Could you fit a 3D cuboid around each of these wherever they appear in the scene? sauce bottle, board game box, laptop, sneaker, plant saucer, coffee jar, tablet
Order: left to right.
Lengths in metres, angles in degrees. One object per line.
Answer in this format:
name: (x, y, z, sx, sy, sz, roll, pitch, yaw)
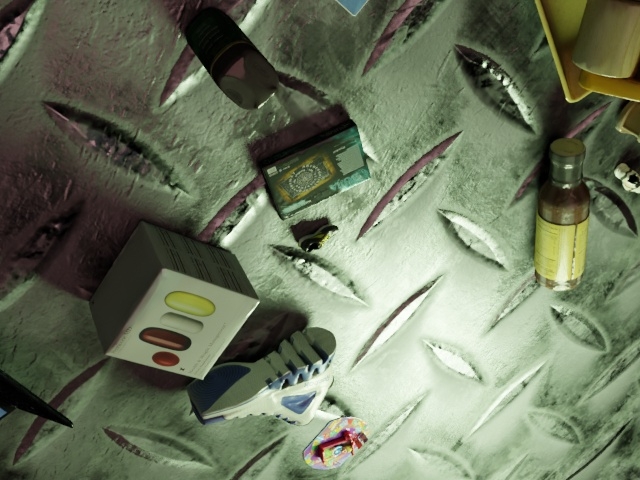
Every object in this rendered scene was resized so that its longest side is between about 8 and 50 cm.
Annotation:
laptop: (-0.604, 0.287, 1.428, 0.234, 0.264, 0.136, 54, 54, -42)
coffee jar: (-0.130, -0.267, 1.238, 0.079, 0.184, 0.096, -43, 130, 7)
sneaker: (-0.096, 0.320, 1.713, 0.316, 0.127, 0.182, -22, 128, -13)
board game box: (-0.007, -0.125, 1.506, 0.186, 0.026, 0.126, -26, 131, -8)
sneaker: (0.000, 0.000, 1.593, 0.083, 0.035, 0.031, -28, 132, -6)
board game box: (0.043, 0.485, 1.963, 0.133, 0.033, 0.168, 30, 106, -39)
tablet: (0.064, -0.408, 1.353, 0.054, 0.006, 0.083, 32, 104, -38)
sauce bottle: (0.509, -0.053, 1.761, 0.111, 0.111, 0.344, -18, 129, -14)
plant saucer: (0.517, -0.465, 1.491, 0.333, 0.081, 0.332, -35, 130, 0)
sneaker: (0.684, -0.128, 1.840, 0.109, 0.043, 0.040, 27, 106, -39)

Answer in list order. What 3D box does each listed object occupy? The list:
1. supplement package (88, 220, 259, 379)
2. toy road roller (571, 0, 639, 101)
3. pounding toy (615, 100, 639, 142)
supplement package: (-0.257, 0.107, 1.466, 0.203, 0.149, 0.194, 22, 111, -37)
toy road roller: (0.620, -0.365, 1.465, 0.330, 0.240, 0.202, 14, 124, 9)
pounding toy: (0.718, -0.218, 1.717, 0.154, 0.155, 0.269, -34, 131, -6)
